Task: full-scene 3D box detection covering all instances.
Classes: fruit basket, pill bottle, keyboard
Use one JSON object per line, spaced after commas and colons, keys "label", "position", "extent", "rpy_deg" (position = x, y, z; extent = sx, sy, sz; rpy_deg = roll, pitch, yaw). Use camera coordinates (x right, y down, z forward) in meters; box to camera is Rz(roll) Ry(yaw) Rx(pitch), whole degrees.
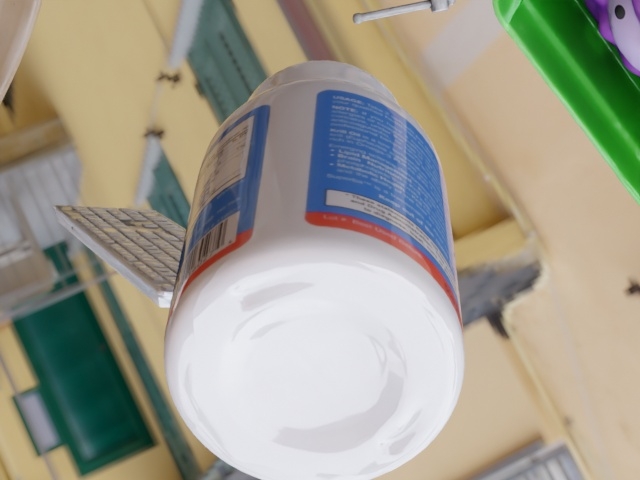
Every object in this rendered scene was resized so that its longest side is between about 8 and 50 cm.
{"label": "fruit basket", "position": [0.322, -0.094, 1.020], "extent": [0.283, 0.392, 0.392], "rpy_deg": [-27, 170, 36]}
{"label": "pill bottle", "position": [0.000, 0.000, 0.662], "extent": [0.124, 0.124, 0.221], "rpy_deg": [-31, -156, 19]}
{"label": "keyboard", "position": [-0.099, 0.004, 0.863], "extent": [0.072, 0.014, 0.256], "rpy_deg": [-4, -167, -22]}

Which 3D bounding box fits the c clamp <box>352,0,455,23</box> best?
{"label": "c clamp", "position": [0.080, -0.223, 0.902], "extent": [0.137, 0.161, 0.022], "rpy_deg": [-7, -174, -16]}

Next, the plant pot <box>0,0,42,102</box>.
{"label": "plant pot", "position": [-0.245, -0.085, 0.730], "extent": [0.237, 0.109, 0.237], "rpy_deg": [-59, 180, 0]}
